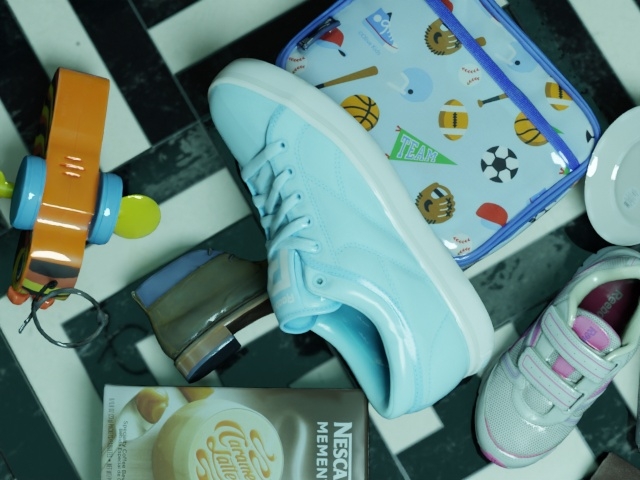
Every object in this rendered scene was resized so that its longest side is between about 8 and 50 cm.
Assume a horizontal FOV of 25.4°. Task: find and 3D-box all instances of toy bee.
[{"bbox_3d":[-0.269,-0.013,1.368,0.195,0.162,0.298,30,51,-8],"label":"toy bee"}]

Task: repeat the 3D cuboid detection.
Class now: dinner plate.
[{"bbox_3d":[0.311,-0.061,1.365,0.141,0.017,0.141,-11,112,-28],"label":"dinner plate"}]

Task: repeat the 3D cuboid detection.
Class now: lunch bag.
[{"bbox_3d":[0.112,-0.134,1.384,0.243,0.115,0.303,-38,82,-6],"label":"lunch bag"}]

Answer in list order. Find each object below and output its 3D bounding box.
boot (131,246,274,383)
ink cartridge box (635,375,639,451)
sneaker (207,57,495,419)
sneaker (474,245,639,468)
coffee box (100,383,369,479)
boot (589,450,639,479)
[{"bbox_3d":[-0.077,0.029,1.377,0.219,0.082,0.106,-40,77,-13],"label":"boot"},{"bbox_3d":[0.396,0.146,1.345,0.175,0.072,0.127,5,82,3],"label":"ink cartridge box"},{"bbox_3d":[0.000,0.000,1.277,0.150,0.135,0.366,-37,83,-34],"label":"sneaker"},{"bbox_3d":[0.233,0.104,1.339,0.103,0.111,0.252,34,84,7],"label":"sneaker"},{"bbox_3d":[-0.077,0.207,1.340,0.246,0.098,0.141,0,81,2],"label":"coffee box"},{"bbox_3d":[0.309,0.346,1.326,0.207,0.090,0.248,24,84,18],"label":"boot"}]
